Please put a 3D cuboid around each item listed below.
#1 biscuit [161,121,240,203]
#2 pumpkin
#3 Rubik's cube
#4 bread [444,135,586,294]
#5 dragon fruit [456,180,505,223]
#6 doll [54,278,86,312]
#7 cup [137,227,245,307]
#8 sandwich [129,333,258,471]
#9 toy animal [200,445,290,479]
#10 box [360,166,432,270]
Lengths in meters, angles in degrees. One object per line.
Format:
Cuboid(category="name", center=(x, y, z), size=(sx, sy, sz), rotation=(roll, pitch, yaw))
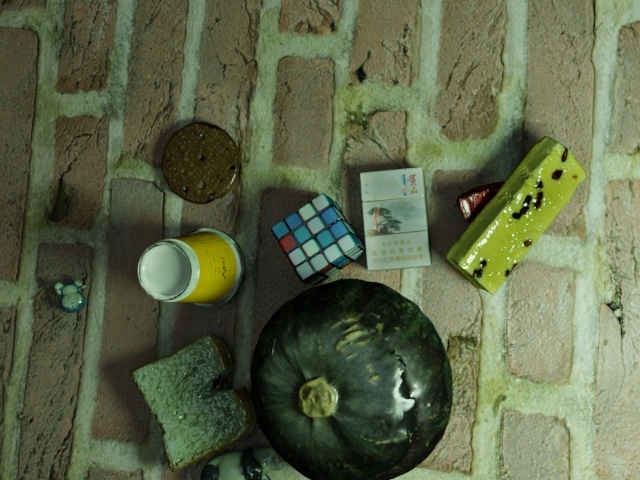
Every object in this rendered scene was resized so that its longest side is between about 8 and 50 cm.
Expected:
Cuboid(category="biscuit", center=(-0.301, -0.194, 1.904), size=(0.212, 0.036, 0.212), rotation=(-1, 84, 13))
Cuboid(category="pumpkin", center=(0.066, 0.306, 1.631), size=(0.454, 0.344, 0.455), rotation=(3, 97, 27))
Cuboid(category="Rubik's cube", center=(0.000, 0.000, 1.765), size=(0.155, 0.154, 0.151), rotation=(-32, 79, 7))
Cuboid(category="bread", center=(0.437, -0.057, 1.671), size=(0.138, 0.077, 0.361), rotation=(40, 88, -31))
Cuboid(category="dragon fruit", center=(0.374, -0.072, 1.730), size=(0.162, 0.083, 0.106), rotation=(-19, 104, -21))
Cuboid(category="doll", center=(-0.634, 0.143, 1.942), size=(0.076, 0.050, 0.083), rotation=(-14, 81, -8))
Cuboid(category="cup", center=(-0.300, 0.067, 1.765), size=(0.196, 0.279, 0.197), rotation=(0, 91, 15))
Cuboid(category="sandwich", center=(-0.295, 0.384, 1.830), size=(0.248, 0.095, 0.273), rotation=(-27, 80, 5))
Cuboid(category="toy animal", center=(-0.175, 0.553, 1.796), size=(0.225, 0.094, 0.121), rotation=(-19, 73, 11))
Cuboid(category="box", center=(0.178, -0.049, 1.776), size=(0.149, 0.067, 0.233), rotation=(-6, 84, 11))
